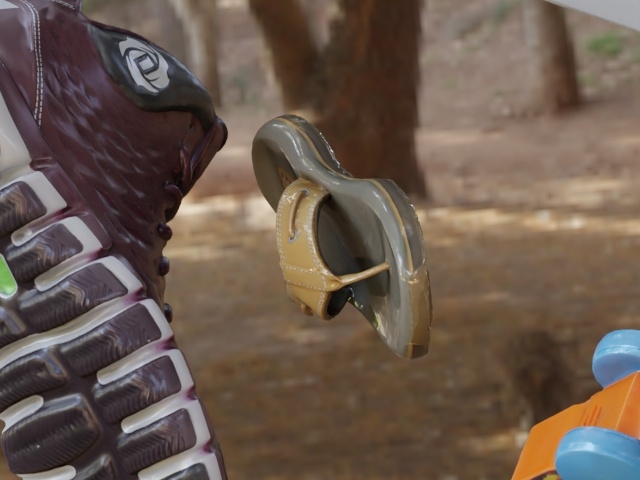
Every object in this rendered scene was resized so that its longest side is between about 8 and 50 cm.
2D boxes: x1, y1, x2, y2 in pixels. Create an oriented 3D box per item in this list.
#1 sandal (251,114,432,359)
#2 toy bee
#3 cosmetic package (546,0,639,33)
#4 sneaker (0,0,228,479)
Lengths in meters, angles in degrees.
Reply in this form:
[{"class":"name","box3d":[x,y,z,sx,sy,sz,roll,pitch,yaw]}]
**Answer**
[{"class":"sandal","box3d":[0.000,0.000,0.799,0.049,0.072,0.180,-17,29,-17]},{"class":"toy bee","box3d":[0.228,0.137,1.185,0.162,0.195,0.298,27,-8,0]},{"class":"cosmetic package","box3d":[0.096,-0.199,0.532,0.377,0.097,0.284,27,64,37]},{"class":"sneaker","box3d":[-0.075,0.011,0.830,0.106,0.281,0.162,-18,9,39]}]
